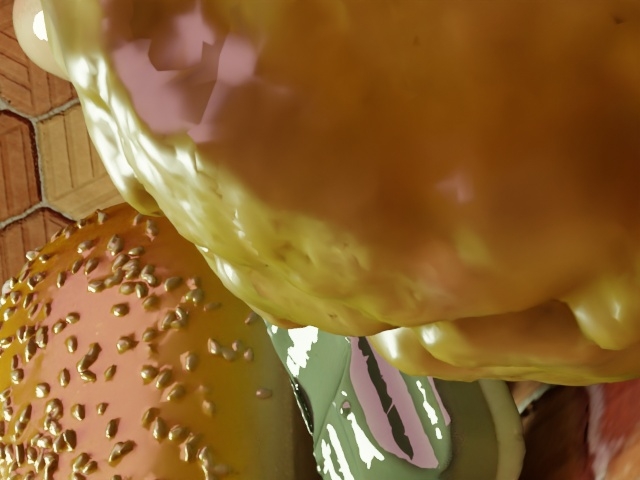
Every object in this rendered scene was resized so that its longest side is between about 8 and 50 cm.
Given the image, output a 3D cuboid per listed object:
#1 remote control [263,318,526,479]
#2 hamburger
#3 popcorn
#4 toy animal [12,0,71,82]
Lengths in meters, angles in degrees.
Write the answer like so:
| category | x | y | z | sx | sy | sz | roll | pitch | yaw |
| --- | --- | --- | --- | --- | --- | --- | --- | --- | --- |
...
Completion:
| category | x | y | z | sx | sy | sz | roll | pitch | yaw |
| --- | --- | --- | --- | --- | --- | --- | --- | --- | --- |
| remote control | 0.000 | 0.000 | 0.919 | 0.128 | 0.065 | 0.335 | 111 | 146 | -45 |
| hamburger | -0.095 | 0.124 | 1.082 | 0.227 | 0.151 | 0.295 | -25 | 53 | 38 |
| popcorn | 0.085 | -0.155 | 0.610 | 0.354 | 0.344 | 0.390 | -58 | -34 | -76 |
| toy animal | -0.023 | -0.140 | 1.180 | 0.237 | 0.326 | 0.269 | -39 | 51 | 36 |
